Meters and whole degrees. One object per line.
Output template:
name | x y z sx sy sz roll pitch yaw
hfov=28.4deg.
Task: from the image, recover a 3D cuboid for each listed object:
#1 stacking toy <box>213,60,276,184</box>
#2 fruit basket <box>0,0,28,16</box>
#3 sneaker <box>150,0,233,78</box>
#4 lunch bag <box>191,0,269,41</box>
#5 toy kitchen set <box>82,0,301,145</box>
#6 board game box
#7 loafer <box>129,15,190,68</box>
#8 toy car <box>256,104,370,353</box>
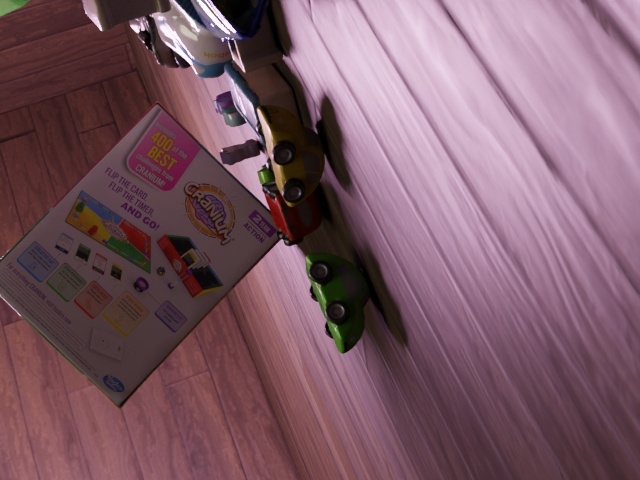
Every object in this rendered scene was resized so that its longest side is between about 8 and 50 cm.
stacking toy | -0.107 -0.164 1.552 0.221 0.052 0.167 -135 26 -70
fruit basket | -0.394 -0.462 1.646 0.392 0.392 0.283 99 151 -74
sneaker | -0.169 -0.279 1.436 0.229 0.087 0.092 55 150 31
lunch bag | -0.080 -0.240 1.040 0.129 0.096 0.151 -143 44 -75
toy kitchen set | -0.132 -0.190 1.245 0.122 0.166 0.207 -124 17 -59
board game box | -0.233 0.018 1.623 0.242 0.316 0.064 45 174 -3
loafer | -0.219 -0.297 1.703 0.267 0.084 0.096 -98 -6 -56
toy car | 0.000 0.000 1.218 0.239 0.053 0.225 90 159 -69
